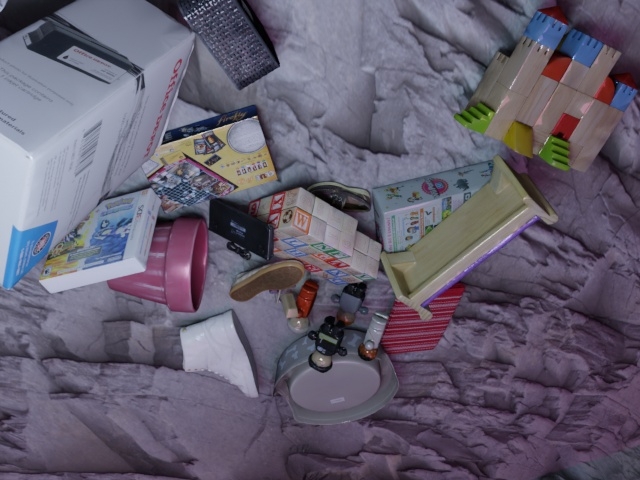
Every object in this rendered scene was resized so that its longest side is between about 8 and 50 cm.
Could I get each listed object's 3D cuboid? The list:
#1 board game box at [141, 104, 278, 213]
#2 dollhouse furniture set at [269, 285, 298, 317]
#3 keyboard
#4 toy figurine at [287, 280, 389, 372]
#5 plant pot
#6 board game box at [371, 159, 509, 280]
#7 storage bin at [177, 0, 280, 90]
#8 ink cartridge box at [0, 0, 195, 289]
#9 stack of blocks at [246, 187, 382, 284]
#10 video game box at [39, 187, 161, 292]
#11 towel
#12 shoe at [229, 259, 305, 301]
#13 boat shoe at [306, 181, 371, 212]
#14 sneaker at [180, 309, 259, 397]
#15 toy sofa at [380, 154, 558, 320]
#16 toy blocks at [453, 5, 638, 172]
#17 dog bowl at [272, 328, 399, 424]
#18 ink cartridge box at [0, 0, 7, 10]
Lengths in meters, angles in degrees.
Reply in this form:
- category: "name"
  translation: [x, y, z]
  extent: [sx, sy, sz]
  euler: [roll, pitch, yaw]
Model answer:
- category: "board game box"
  translation: [-0.222, -0.157, 1.349]
  extent: [0.243, 0.042, 0.165]
  euler: [-17, 135, -1]
- category: "dollhouse furniture set"
  translation: [-0.104, 0.153, 1.636]
  extent: [0.091, 0.114, 0.081]
  euler: [-2, 137, -19]
- category: "keyboard"
  translation: [-0.165, -0.015, 1.415]
  extent: [0.023, 0.180, 0.108]
  euler: [-24, 130, -45]
- category: "toy figurine"
  translation: [0.042, 0.205, 1.656]
  extent: [0.210, 0.213, 0.148]
  euler: [-3, 125, -31]
- category: "plant pot"
  translation: [-0.338, 0.045, 1.415]
  extent: [0.180, 0.201, 0.201]
  euler: [4, 133, -1]
- category: "board game box"
  translation: [0.282, -0.047, 1.577]
  extent: [0.304, 0.097, 0.224]
  euler: [-15, 134, -6]
- category: "storage bin"
  translation: [-0.151, -0.355, 1.125]
  extent: [0.084, 0.122, 0.180]
  euler: [-28, 134, 10]
- category: "ink cartridge box"
  translation: [-0.379, -0.166, 1.008]
  extent: [0.166, 0.395, 0.285]
  euler: [33, 133, -2]
- category: "stack of blocks"
  translation: [0.000, 0.000, 1.482]
  extent: [0.297, 0.087, 0.171]
  euler: [28, 154, -37]
- category: "video game box"
  translation: [-0.418, -0.002, 1.307]
  extent: [0.205, 0.187, 0.048]
  euler: [-13, 133, 13]
- category: "towel"
  translation: [0.267, 0.216, 1.869]
  extent: [0.199, 0.031, 0.274]
  euler: [-2, 135, -18]
- category: "shoe"
  translation: [-0.123, 0.079, 1.547]
  extent: [0.219, 0.058, 0.076]
  euler: [-22, 132, 34]
- category: "boat shoe"
  translation: [0.043, -0.091, 1.490]
  extent: [0.152, 0.049, 0.056]
  euler: [3, 132, -20]
- category: "sneaker"
  translation: [-0.263, 0.309, 1.747]
  extent: [0.169, 0.108, 0.292]
  euler: [-16, 125, 0]
- category: "toy sofa"
  translation: [0.323, 0.009, 1.471]
  extent: [0.362, 0.150, 0.177]
  euler: [-41, 129, 20]
- category: "toy blocks"
  translation: [0.475, -0.303, 1.358]
  extent: [0.382, 0.190, 0.260]
  euler: [14, 116, -28]
- category: "dog bowl"
  translation: [0.037, 0.374, 1.876]
  extent: [0.349, 0.102, 0.348]
  euler: [-4, 136, -4]
- category: "ink cartridge box"
  translation: [-0.530, -0.323, 0.886]
  extent: [0.396, 0.269, 0.151]
  euler: [-26, 136, 37]
